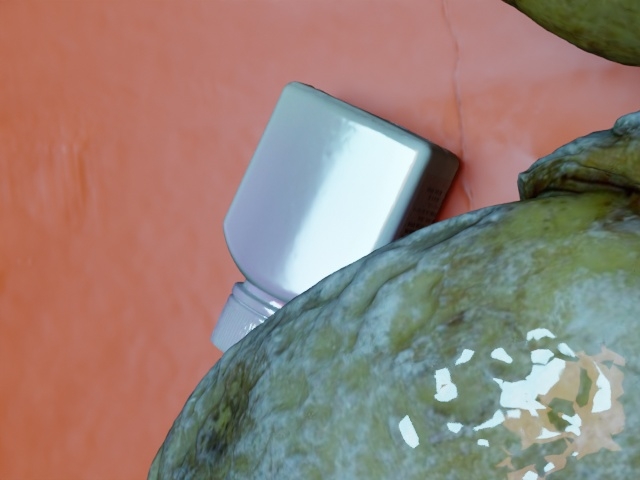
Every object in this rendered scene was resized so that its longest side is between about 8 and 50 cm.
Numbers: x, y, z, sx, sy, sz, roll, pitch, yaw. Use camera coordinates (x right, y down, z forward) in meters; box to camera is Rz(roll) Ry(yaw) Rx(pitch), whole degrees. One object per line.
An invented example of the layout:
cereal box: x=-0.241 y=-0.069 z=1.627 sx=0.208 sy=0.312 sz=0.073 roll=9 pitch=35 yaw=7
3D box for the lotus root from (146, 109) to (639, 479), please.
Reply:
lotus root: x=0.041 y=0.087 z=0.533 sx=0.349 sy=0.175 sz=0.175 roll=-38 pitch=73 yaw=42

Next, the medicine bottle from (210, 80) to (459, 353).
medicine bottle: x=0.000 y=0.000 z=0.642 sx=0.074 sy=0.055 sz=0.118 roll=26 pitch=95 yaw=20

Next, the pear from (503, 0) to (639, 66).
pear: x=0.124 y=-0.168 z=0.522 sx=0.229 sy=0.188 sz=0.211 roll=11 pitch=103 yaw=-2
